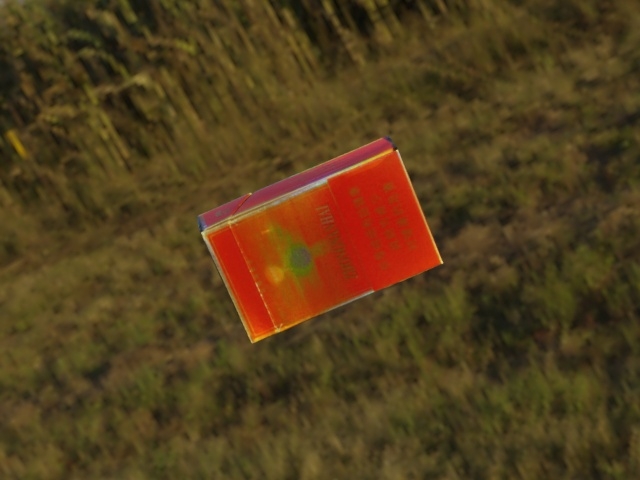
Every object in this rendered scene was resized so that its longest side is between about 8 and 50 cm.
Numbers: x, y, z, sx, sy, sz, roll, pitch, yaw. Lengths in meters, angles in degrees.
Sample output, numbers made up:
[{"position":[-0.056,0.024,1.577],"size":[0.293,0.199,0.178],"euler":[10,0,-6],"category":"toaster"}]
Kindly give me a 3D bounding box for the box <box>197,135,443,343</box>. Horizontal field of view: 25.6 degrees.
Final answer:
[{"position":[0.000,0.000,1.158],"size":[0.175,0.112,0.048],"euler":[-22,20,1],"category":"box"}]
